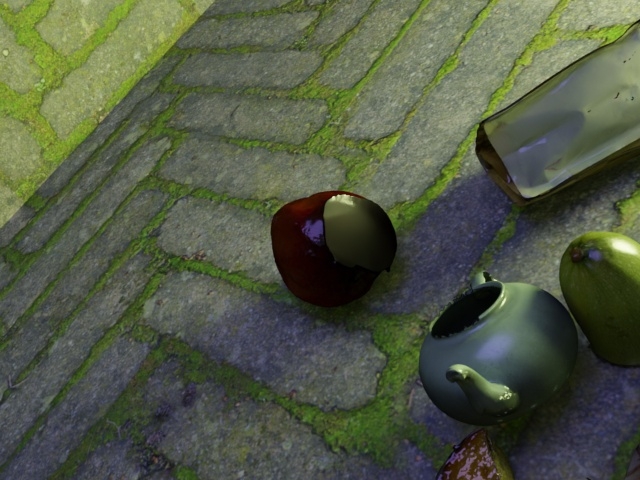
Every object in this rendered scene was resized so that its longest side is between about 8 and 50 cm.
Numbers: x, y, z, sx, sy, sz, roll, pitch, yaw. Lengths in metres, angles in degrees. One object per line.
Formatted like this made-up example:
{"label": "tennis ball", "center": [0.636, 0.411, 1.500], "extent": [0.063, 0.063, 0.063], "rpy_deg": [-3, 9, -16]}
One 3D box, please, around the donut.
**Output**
{"label": "donut", "center": [0.206, 0.301, 0.756], "extent": [0.181, 0.078, 0.146], "rpy_deg": [19, 65, 42]}

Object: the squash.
{"label": "squash", "center": [0.338, 0.056, 0.819], "extent": [0.123, 0.187, 0.123], "rpy_deg": [-26, 40, 24]}

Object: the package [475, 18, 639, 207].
{"label": "package", "center": [0.405, -0.169, 1.048], "extent": [0.311, 0.221, 0.165], "rpy_deg": [-30, 78, 6]}

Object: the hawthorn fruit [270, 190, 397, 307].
{"label": "hawthorn fruit", "center": [0.000, 0.000, 1.132], "extent": [0.189, 0.189, 0.251], "rpy_deg": [-47, 35, -13]}

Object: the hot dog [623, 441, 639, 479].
{"label": "hot dog", "center": [0.333, 0.290, 0.677], "extent": [0.131, 0.069, 0.252], "rpy_deg": [-3, 46, 48]}

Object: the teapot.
{"label": "teapot", "center": [0.204, 0.125, 0.840], "extent": [0.193, 0.129, 0.294], "rpy_deg": [-31, 11, 26]}
